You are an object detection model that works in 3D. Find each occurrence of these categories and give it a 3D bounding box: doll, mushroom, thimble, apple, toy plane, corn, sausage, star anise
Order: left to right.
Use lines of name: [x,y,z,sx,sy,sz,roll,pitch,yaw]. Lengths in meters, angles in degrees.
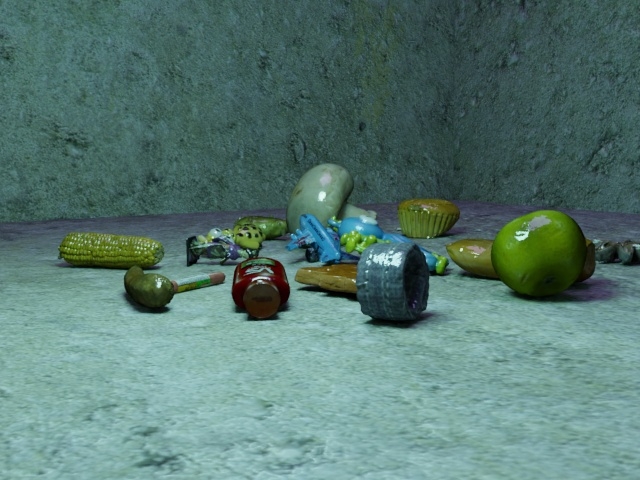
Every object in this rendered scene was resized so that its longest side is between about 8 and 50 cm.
corn: [-0.569,0.031,1.934,0.313,0.101,0.102,5,8,16]
sausage: [-0.296,0.098,1.616,0.029,0.029,0.223,5,9,36]
doll: [-0.273,-0.002,2.205,0.117,0.086,0.291,35,23,21]
toy plane: [0.000,0.000,2.031,0.254,0.105,0.271,-3,21,-26]
mushroom: [0.040,-0.098,2.313,0.290,0.297,0.297,24,8,1]
doll: [0.176,0.001,1.854,0.342,0.098,0.346,16,7,4]
thimble: [0.134,0.076,1.298,0.098,0.150,0.150,-3,5,29]
sausage: [0.469,0.041,1.690,0.354,0.115,0.134,1,21,37]
apple: [0.462,0.032,1.487,0.197,0.196,0.156,-1,48,-7]
star anise: [0.833,0.034,1.938,0.208,0.063,0.172,1,11,-15]

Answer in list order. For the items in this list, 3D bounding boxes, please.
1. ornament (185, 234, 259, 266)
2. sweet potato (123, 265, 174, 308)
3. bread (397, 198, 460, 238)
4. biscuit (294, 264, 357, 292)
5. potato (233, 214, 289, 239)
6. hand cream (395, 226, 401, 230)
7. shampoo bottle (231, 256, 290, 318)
ornament: [-0.274,0.029,1.953,0.203,0.088,0.081,3,9,14]
sweet potato: [-0.370,0.097,1.479,0.075,0.075,0.273,-4,5,-27]
bread: [0.402,-0.087,2.608,0.240,0.138,0.240,0,7,0]
biscuit: [0.100,0.092,1.566,0.284,0.043,0.306,1,5,-19]
potato: [-0.209,-0.047,2.534,0.226,0.090,0.117,1,7,22]
hand cream: [0.370,-0.053,2.774,0.143,0.039,0.061,-3,8,20]
shampoo bottle: [-0.124,0.092,1.456,0.118,0.076,0.314,2,7,-5]
